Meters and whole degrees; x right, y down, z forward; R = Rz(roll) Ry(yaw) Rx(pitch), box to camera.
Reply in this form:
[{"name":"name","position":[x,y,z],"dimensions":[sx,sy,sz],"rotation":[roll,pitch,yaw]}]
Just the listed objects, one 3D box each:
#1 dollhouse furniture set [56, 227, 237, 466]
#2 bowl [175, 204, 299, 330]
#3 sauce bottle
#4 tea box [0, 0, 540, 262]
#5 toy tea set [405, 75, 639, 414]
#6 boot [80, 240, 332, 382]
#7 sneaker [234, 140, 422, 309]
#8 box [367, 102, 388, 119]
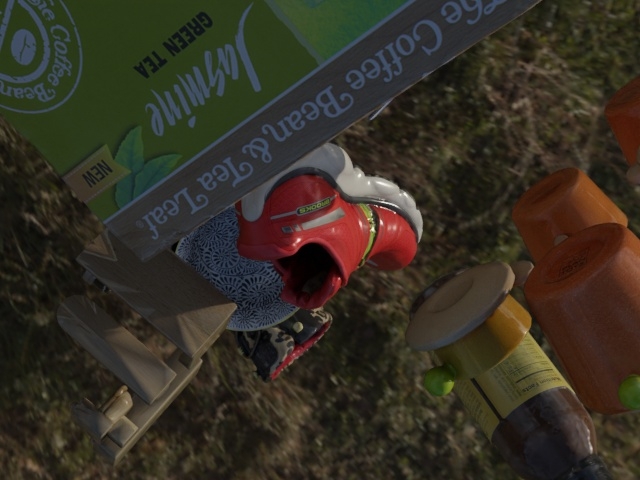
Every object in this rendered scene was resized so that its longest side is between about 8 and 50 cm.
[{"name":"dollhouse furniture set","position":[-0.171,0.088,1.051],"dimensions":[0.123,0.151,0.144],"rotation":[40,69,4]},{"name":"bowl","position":[-0.092,0.019,1.521],"dimensions":[0.170,0.080,0.170],"rotation":[-1,113,-2]},{"name":"sauce bottle","position":[0.226,0.186,1.373],"dimensions":[0.111,0.344,0.111],"rotation":[-23,147,-16]},{"name":"tea box","position":[-0.064,-0.221,0.709],"dimensions":[0.329,0.220,0.323],"rotation":[-32,107,37]},{"name":"toy tea set","position":[0.220,0.005,0.847],"dimensions":[0.336,0.200,0.124],"rotation":[-45,106,-27]},{"name":"boot","position":[-0.148,0.072,1.767],"dimensions":[0.284,0.377,0.138],"rotation":[45,108,8]},{"name":"sneaker","position":[0.000,0.000,1.018],"dimensions":[0.279,0.107,0.118],"rotation":[25,69,-61]},{"name":"box","position":[0.102,-0.198,1.278],"dimensions":[0.178,0.109,0.042],"rotation":[-43,93,5]}]
